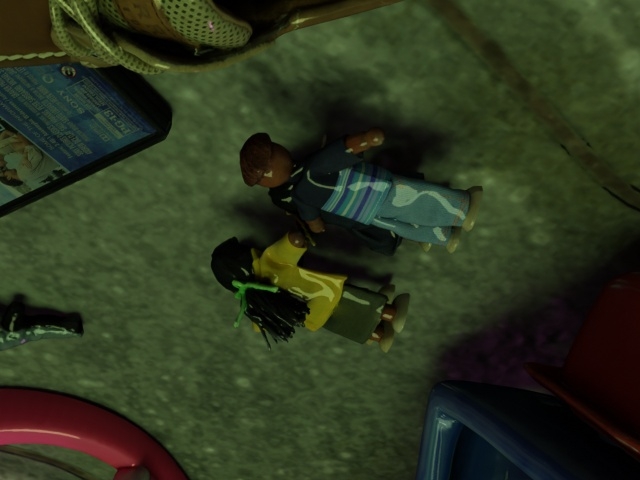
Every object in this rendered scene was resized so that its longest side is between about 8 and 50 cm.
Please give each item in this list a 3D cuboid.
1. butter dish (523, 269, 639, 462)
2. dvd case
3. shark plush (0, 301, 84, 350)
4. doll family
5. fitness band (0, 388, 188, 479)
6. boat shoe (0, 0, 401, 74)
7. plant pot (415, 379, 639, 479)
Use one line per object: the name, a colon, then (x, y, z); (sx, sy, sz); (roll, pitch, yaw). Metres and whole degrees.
butter dish: (0.205, 0.054, 0.570); (0.160, 0.160, 0.118); (12, 95, -12)
dvd case: (-0.224, -0.068, 0.560); (0.253, 0.022, 0.180); (-21, 132, 28)
shark plush: (-0.229, 0.056, 0.703); (0.161, 0.073, 0.067); (-20, 156, 0)
doll family: (0.000, 0.000, 0.573); (0.111, 0.076, 0.193); (20, 133, -8)
fitness band: (-0.195, 0.212, 0.851); (0.208, 0.054, 0.291); (-5, 136, 14)
boat shoe: (-0.051, -0.120, 0.389); (0.323, 0.120, 0.123); (-14, 132, 17)
plant pot: (0.184, 0.218, 0.616); (0.212, 0.236, 0.236); (4, 98, -18)
